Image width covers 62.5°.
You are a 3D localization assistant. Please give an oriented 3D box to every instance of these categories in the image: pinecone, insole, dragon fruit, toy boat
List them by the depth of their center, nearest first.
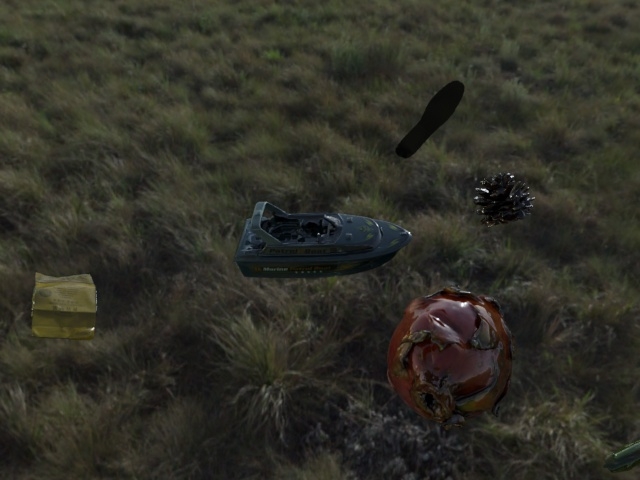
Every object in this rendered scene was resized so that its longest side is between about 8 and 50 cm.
[{"bbox_3d":[0.000,0.000,0.717,0.246,0.103,0.092,-1,39,7],"label":"toy boat"},{"bbox_3d":[0.239,0.217,0.977,0.251,0.250,0.315,11,42,10],"label":"dragon fruit"},{"bbox_3d":[0.218,-0.238,1.053,0.064,0.188,0.004,23,31,-30],"label":"insole"},{"bbox_3d":[0.420,-0.095,1.223,0.140,0.120,0.140,-20,3,1],"label":"pinecone"}]

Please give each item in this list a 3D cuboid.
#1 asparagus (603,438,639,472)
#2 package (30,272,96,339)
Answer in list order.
[{"bbox_3d":[0.348,0.226,0.571,0.108,0.021,0.025,-18,41,-11],"label":"asparagus"},{"bbox_3d":[-0.317,0.076,0.651,0.071,0.047,0.131,10,8,-28],"label":"package"}]
